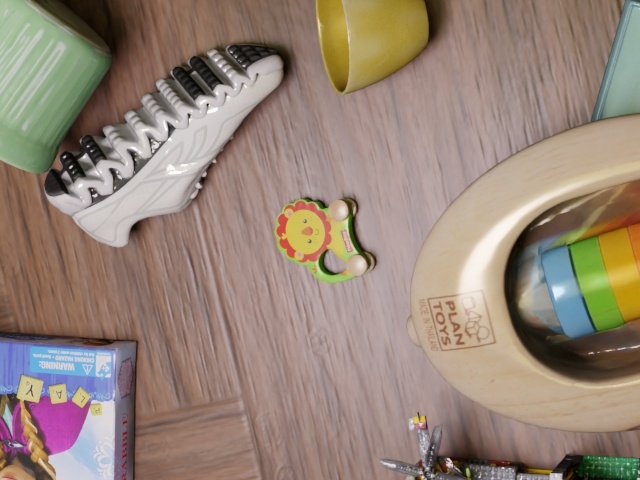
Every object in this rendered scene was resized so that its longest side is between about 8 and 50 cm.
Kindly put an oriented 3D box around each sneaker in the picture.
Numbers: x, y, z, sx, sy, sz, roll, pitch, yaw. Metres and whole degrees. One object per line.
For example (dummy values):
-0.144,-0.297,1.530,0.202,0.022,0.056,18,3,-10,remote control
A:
-0.155,-0.105,1.677,0.292,0.110,0.118,-35,121,4,sneaker

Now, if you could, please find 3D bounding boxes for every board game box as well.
-0.371,0.265,1.770,0.319,0.066,0.318,2,95,15,board game box

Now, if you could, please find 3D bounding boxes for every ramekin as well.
-0.364,-0.220,1.618,0.303,0.303,0.148,40,95,9,ramekin

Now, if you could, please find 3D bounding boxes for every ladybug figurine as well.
0.301,0.026,1.520,0.449,0.162,0.305,-13,98,15,ladybug figurine

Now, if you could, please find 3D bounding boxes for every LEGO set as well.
0.211,0.321,1.548,0.331,0.192,0.255,10,91,15,LEGO set

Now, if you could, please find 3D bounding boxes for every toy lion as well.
0.000,0.000,1.673,0.096,0.034,0.100,-19,90,22,toy lion

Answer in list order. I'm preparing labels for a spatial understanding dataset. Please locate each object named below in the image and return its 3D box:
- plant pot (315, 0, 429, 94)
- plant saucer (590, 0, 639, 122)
0.057,-0.223,1.599,0.095,0.134,0.134,-9,92,-11,plant pot
0.319,-0.151,1.583,0.067,0.018,0.192,17,99,13,plant saucer
